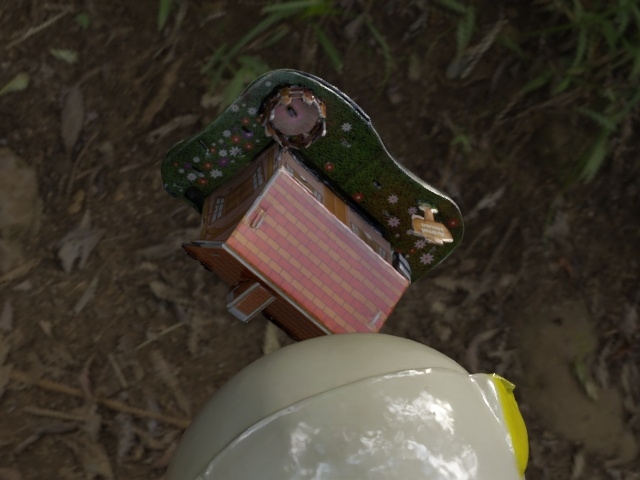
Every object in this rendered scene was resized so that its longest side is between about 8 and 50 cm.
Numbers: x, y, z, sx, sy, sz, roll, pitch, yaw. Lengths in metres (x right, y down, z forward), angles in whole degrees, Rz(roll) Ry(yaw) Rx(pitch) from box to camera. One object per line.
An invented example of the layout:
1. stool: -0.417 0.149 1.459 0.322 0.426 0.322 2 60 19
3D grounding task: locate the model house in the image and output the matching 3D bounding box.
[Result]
1. model house: -0.002 0.000 1.248 0.294 0.207 0.154 41 27 -27

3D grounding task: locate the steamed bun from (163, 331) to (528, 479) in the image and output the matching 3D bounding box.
1. steamed bun: 0.018 0.254 1.101 0.334 0.373 0.333 7 44 -7
